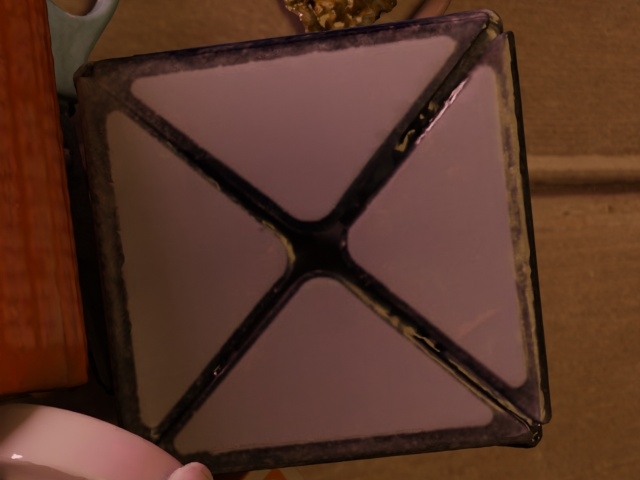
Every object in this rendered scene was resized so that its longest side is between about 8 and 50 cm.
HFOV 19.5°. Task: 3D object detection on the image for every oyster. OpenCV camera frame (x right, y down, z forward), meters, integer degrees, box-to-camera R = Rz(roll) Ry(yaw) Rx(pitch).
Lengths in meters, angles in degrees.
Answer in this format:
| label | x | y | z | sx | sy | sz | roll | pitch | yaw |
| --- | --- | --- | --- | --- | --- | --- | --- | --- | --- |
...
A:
| label | x | y | z | sx | sy | sz | roll | pitch | yaw |
| --- | --- | --- | --- | --- | --- | --- | --- | --- | --- |
| oyster | 0.026 | -0.198 | 1.456 | 0.146 | 0.045 | 0.121 | 8 | 90 | -41 |

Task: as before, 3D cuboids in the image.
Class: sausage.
| label | x | y | z | sx | sy | sz | roll | pitch | yaw |
| --- | --- | --- | --- | --- | --- | --- | --- | --- | --- |
| sausage | -0.253 | -0.043 | 1.029 | 0.233 | 0.233 | 0.287 | -3 | 85 | -43 |

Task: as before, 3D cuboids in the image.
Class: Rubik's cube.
| label | x | y | z | sx | sy | sz | roll | pitch | yaw |
| --- | --- | --- | --- | --- | --- | --- | --- | --- | --- |
| Rubik's cube | 0.000 | 0.000 | 1.159 | 0.259 | 0.260 | 0.254 | -60 | 142 | -83 |

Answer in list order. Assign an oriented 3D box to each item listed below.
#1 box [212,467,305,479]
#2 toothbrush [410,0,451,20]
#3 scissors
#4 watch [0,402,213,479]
| label | x | y | z | sx | sy | sz | roll | pitch | yaw |
| --- | --- | --- | --- | --- | --- | --- | --- | --- | --- |
| box | -0.072 | 0.293 | 1.222 | 0.220 | 0.091 | 0.274 | 55 | 51 | -20 |
| toothbrush | 0.038 | -0.116 | 1.453 | 0.029 | 0.025 | 0.307 | 46 | 54 | -17 |
| scissors | -0.181 | -0.072 | 1.236 | 0.191 | 0.029 | 0.360 | -13 | 90 | -45 |
| watch | -0.140 | 0.232 | 0.983 | 0.196 | 0.244 | 0.231 | 21 | 59 | -7 |
